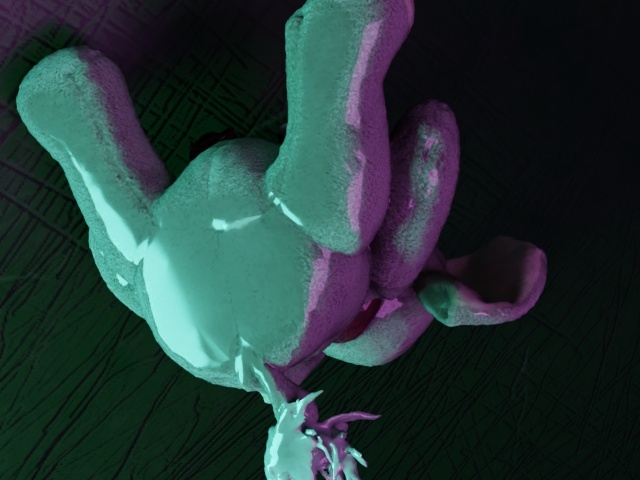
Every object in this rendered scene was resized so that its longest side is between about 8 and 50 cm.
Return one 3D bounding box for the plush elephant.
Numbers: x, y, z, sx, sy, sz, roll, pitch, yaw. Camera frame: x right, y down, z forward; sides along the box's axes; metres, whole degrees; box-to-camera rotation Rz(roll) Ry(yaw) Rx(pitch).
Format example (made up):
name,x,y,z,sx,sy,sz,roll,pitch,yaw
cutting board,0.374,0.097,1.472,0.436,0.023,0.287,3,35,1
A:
name,x,y,z,sx,sy,sz,roll,pitch,yaw
plush elephant,0.000,0.000,0.752,0.272,0.255,0.330,-17,88,23
